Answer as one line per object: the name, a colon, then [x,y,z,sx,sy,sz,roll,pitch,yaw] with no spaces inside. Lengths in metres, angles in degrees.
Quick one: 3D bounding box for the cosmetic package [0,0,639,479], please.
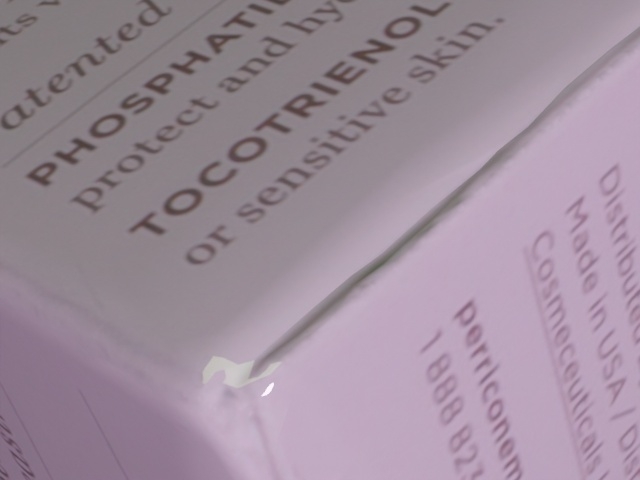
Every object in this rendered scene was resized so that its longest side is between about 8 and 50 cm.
cosmetic package: [0.000,0.000,0.626,0.327,0.329,0.394,-41,42,-25]
